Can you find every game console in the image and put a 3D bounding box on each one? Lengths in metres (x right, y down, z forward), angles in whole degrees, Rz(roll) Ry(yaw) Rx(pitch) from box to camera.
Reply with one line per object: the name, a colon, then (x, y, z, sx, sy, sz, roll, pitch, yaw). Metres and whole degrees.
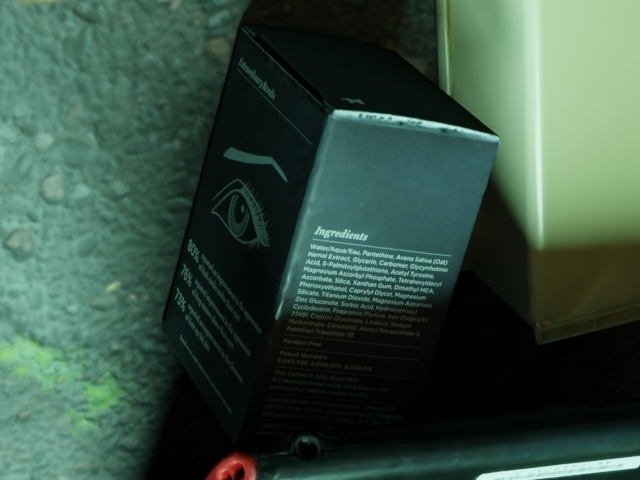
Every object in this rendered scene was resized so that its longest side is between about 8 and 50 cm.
game console: (0.087, 0.173, 1.191, 0.386, 0.060, 0.342, -4, 151, -21)

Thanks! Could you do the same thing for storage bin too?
storage bin: (0.213, -0.102, 1.181, 0.260, 0.123, 0.262, -13, 118, -17)

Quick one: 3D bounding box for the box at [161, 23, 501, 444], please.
box: (0.000, 0.000, 1.124, 0.108, 0.153, 0.207, 8, 112, -25)
